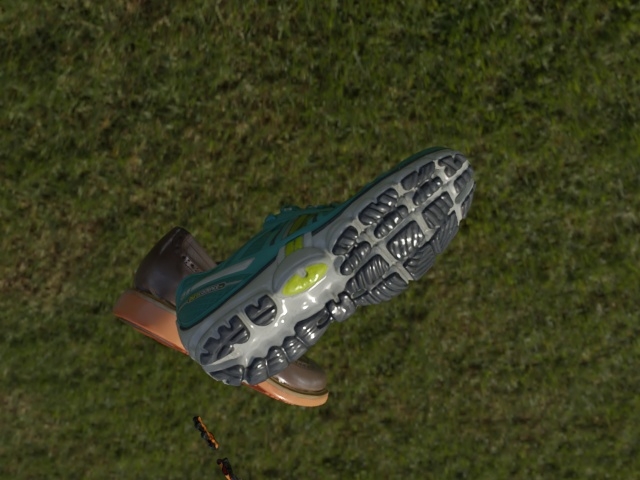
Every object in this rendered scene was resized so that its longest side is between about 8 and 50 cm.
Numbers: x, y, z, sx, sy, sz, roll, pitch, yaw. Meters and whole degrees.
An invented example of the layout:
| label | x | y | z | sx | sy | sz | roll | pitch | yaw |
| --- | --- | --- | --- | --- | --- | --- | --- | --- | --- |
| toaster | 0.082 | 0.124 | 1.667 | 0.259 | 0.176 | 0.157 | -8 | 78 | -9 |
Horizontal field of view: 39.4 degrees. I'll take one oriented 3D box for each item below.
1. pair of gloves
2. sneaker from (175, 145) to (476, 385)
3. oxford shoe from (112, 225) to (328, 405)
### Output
| label | x | y | z | sx | sy | sz | roll | pitch | yaw |
| --- | --- | --- | --- | --- | --- | --- | --- | --- | --- |
| pair of gloves | -0.104 | 0.217 | 0.914 | 0.010 | 0.083 | 0.074 | -33 | 153 | -9 |
| sneaker | 0.000 | 0.000 | 0.725 | 0.275 | 0.110 | 0.107 | -32 | 135 | -6 |
| oxford shoe | -0.083 | 0.105 | 1.088 | 0.130 | 0.132 | 0.364 | 17 | 166 | 38 |
